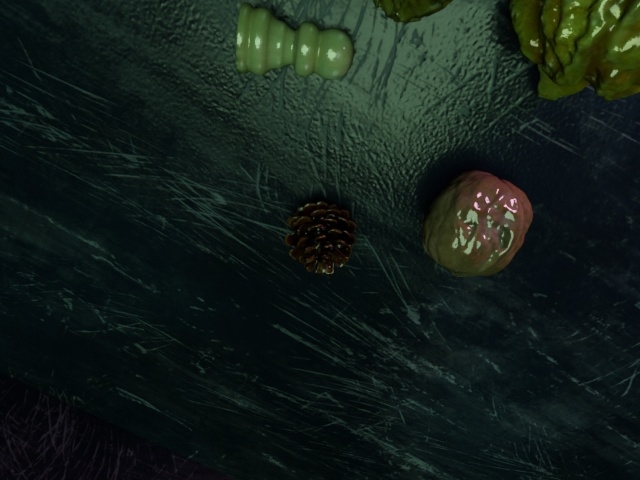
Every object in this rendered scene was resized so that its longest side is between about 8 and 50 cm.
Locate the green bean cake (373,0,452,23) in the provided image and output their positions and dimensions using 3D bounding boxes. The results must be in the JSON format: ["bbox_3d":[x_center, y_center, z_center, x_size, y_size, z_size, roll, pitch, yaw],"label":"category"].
[{"bbox_3d":[0.259,-0.539,0.766,0.310,0.285,0.202,-21,93,-6],"label":"green bean cake"}]

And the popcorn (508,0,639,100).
[{"bbox_3d":[0.500,-0.413,0.780,0.326,0.290,0.321,41,126,17],"label":"popcorn"}]

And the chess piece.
[{"bbox_3d":[-0.051,-0.426,0.933,0.252,0.144,0.144,8,121,-5],"label":"chess piece"}]

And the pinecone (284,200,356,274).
[{"bbox_3d":[0.000,0.000,1.138,0.208,0.207,0.207,3,121,6],"label":"pinecone"}]

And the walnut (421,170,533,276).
[{"bbox_3d":[0.381,-0.034,1.043,0.227,0.273,0.273,29,126,28],"label":"walnut"}]
